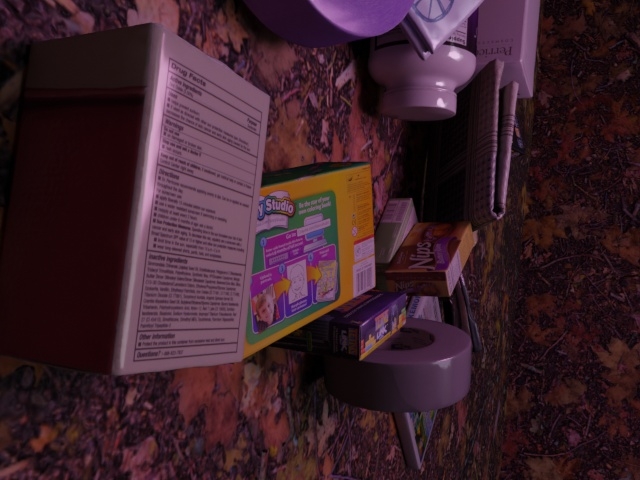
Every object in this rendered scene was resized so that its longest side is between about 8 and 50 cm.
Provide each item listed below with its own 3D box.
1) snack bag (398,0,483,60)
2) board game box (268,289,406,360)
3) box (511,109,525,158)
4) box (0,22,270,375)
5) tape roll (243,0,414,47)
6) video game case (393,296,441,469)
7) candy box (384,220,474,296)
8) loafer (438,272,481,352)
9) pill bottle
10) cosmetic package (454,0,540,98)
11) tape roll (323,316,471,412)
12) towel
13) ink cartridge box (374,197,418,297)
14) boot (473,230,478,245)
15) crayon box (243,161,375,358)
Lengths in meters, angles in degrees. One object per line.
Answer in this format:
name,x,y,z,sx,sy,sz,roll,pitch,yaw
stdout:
snack bag,0.153,-0.494,0.868,0.323,0.037,0.342,-49,112,-16
board game box,0.020,0.101,0.786,0.170,0.141,0.048,-18,109,-63
box,0.408,-0.345,1.456,0.216,0.060,0.270,9,69,-51
box,-0.138,-0.023,0.464,0.149,0.127,0.232,16,78,-63
tape roll,0.008,-0.369,0.686,0.275,0.090,0.274,-5,97,-45
video game case,0.225,0.292,1.346,0.300,0.036,0.329,-59,143,-44
candy box,0.196,0.029,1.057,0.186,0.109,0.053,-47,129,-52
loafer,0.324,0.155,1.476,0.096,0.084,0.267,-42,115,-88
pill bottle,0.172,-0.373,1.004,0.181,0.182,0.322,1,92,-64
cosmetic package,0.352,-0.540,1.306,0.161,0.230,0.453,32,64,-60
tape roll,0.113,0.178,0.895,0.219,0.219,0.072,-20,110,-62
towel,0.295,-0.162,1.218,0.312,0.056,0.324,139,-42,-72
ink cartridge box,0.159,0.058,1.168,0.235,0.056,0.171,65,37,-40
boot,0.333,-0.042,1.451,0.262,0.095,0.203,-78,157,-52
crayon box,-0.041,0.007,0.675,0.278,0.081,0.165,-20,111,-52
